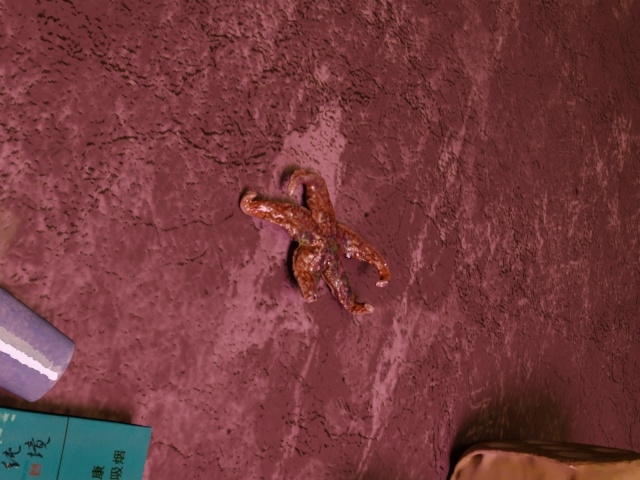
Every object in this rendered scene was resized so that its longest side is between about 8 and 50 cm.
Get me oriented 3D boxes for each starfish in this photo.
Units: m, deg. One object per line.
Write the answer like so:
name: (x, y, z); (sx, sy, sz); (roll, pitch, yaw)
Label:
starfish: (-0.007, 0.003, 0.858); (0.210, 0.053, 0.150); (30, 53, -33)

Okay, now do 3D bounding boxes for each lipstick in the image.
lipstick: (-0.306, 0.024, 0.550); (0.274, 0.061, 0.068); (42, 61, -27)

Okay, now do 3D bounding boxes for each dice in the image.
dice: (0.311, 0.386, 0.983); (0.227, 0.233, 0.238); (13, 78, -44)

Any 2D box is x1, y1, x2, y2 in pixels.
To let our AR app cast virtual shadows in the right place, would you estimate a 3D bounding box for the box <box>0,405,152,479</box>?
box: (-0.250, 0.212, 0.595); (0.226, 0.042, 0.160); (22, 70, -41)
